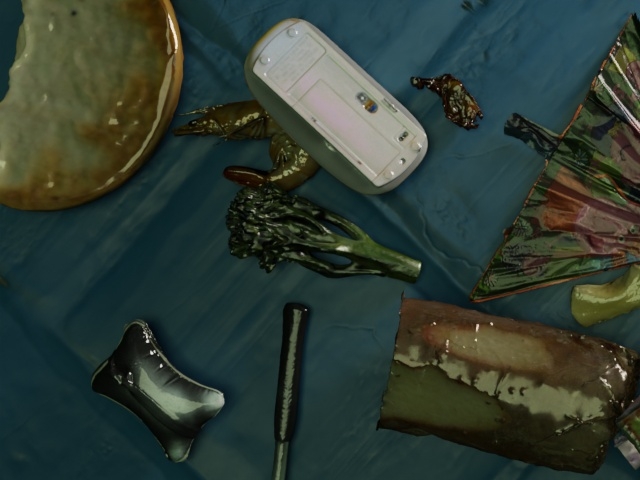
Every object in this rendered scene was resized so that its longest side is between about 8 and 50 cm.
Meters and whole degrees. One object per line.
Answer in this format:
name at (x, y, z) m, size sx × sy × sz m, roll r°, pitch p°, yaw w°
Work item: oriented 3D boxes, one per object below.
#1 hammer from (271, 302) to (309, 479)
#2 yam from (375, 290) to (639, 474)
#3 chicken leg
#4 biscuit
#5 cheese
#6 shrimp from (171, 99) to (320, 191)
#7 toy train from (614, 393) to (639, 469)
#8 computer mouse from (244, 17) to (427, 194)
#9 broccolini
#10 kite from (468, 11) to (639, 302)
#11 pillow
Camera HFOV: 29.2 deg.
hammer at (-0.032, 0.186, 1.246) m, size 0.103 × 0.029 × 0.246 m, roll 8°, pitch 90°, yaw 14°
yam at (0.171, 0.137, 1.147) m, size 0.238 × 0.129 × 0.128 m, roll 13°, pitch 58°, yaw 13°
chicken leg at (0.127, -0.142, 1.209) m, size 0.083 × 0.021 × 0.036 m, roll 44°, pitch 109°, yaw 11°
biscuit at (-0.241, -0.176, 1.293) m, size 0.204 × 0.040 × 0.309 m, roll 10°, pitch 93°, yaw 14°
cheese at (0.276, 0.050, 1.164) m, size 0.083 × 0.030 × 0.044 m, roll -23°, pitch 105°, yaw 17°
shrimp at (-0.072, -0.095, 1.257) m, size 0.162 × 0.045 × 0.095 m, roll -2°, pitch 110°, yaw 9°
toy train at (0.360, 0.126, 1.038) m, size 0.177 × 0.261 × 0.134 m, roll -43°, pitch 78°, yaw 28°
computer mouse at (0.014, -0.131, 1.211) m, size 0.199 × 0.045 × 0.102 m, roll 42°, pitch 77°, yaw 3°
broccolini at (0.000, -0.002, 1.218) m, size 0.202 × 0.068 × 0.091 m, roll 13°, pitch 86°, yaw 14°
kite at (0.274, -0.048, 1.177) m, size 0.234 × 0.016 × 0.321 m, roll 30°, pitch 98°, yaw 11°
pillow at (-0.169, 0.154, 1.267) m, size 0.135 × 0.055 × 0.091 m, roll 39°, pitch 79°, yaw 9°
